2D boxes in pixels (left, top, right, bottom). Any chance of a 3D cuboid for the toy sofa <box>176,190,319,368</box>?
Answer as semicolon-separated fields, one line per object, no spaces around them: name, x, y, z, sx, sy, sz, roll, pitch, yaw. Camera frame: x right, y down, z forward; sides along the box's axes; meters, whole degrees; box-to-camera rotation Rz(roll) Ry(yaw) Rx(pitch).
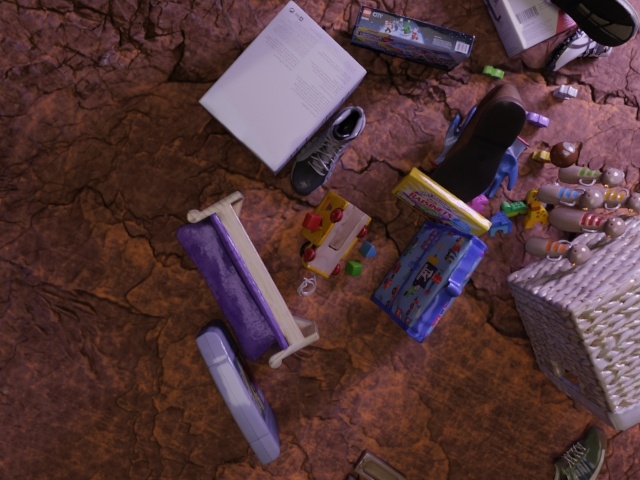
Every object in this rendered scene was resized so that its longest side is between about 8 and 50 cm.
toy sofa;-0.161;0.088;1.306;0.177;0.150;0.362;-29;94;-2

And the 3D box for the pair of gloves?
pair of gloves;0.354;-0.187;1.355;0.198;0.023;0.159;32;113;-5

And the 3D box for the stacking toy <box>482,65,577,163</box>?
stacking toy;0.438;-0.276;1.361;0.221;0.052;0.166;16;92;-3

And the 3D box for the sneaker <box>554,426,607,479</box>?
sneaker;0.577;0.509;1.404;0.086;0.064;0.192;16;96;-8

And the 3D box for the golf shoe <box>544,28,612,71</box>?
golf shoe;0.583;-0.423;1.347;0.198;0.077;0.094;-41;94;1

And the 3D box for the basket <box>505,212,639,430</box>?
basket;0.599;0.144;1.242;0.331;0.328;0.266;-29;100;-1

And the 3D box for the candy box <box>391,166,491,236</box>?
candy box;0.258;-0.072;1.338;0.206;0.105;0.027;35;63;-4

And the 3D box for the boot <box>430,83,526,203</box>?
boot;0.324;-0.191;1.301;0.112;0.115;0.305;24;131;-9

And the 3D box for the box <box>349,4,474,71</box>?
box;0.183;-0.416;1.287;0.233;0.159;0.044;14;94;-4

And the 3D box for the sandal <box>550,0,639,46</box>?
sandal;0.523;-0.521;1.245;0.303;0.120;0.086;48;59;-7

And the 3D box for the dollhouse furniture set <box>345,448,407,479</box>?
dollhouse furniture set;0.120;0.580;1.359;0.144;0.123;0.151;35;91;-4

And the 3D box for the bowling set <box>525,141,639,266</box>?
bowling set;0.534;-0.092;1.247;0.287;0.154;0.199;-41;127;-31

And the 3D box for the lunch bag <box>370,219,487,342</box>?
lunch bag;0.234;0.089;1.251;0.138;0.293;0.221;36;91;-4

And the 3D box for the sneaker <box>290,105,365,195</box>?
sneaker;0.013;-0.196;1.306;0.086;0.132;0.228;36;91;-4

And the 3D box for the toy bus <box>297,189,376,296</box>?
toy bus;0.010;-0.008;1.330;0.202;0.104;0.190;-20;126;-26

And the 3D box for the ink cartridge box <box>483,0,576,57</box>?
ink cartridge box;0.442;-0.530;1.326;0.159;0.092;0.217;-26;96;-2

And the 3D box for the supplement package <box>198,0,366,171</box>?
supplement package;-0.077;-0.296;1.263;0.199;0.198;0.262;43;90;-5

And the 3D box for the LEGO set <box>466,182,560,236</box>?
LEGO set;0.428;-0.079;1.336;0.227;0.087;0.093;-12;130;-3

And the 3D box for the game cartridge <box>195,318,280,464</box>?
game cartridge;-0.167;0.310;1.295;0.060;0.196;0.294;-28;95;0
